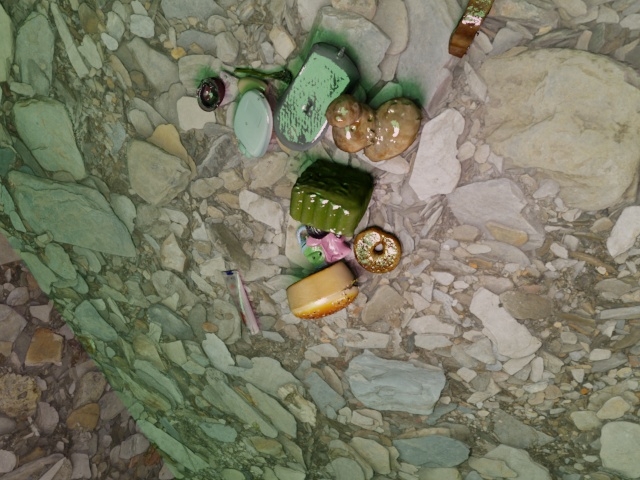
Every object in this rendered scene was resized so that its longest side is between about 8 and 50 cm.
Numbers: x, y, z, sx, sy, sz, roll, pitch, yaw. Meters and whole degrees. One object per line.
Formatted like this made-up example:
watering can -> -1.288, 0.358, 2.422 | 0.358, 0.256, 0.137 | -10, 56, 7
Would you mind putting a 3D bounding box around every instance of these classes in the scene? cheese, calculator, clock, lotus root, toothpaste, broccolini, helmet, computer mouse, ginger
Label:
cheese -> -0.268, -0.539, 1.582 | 0.192, 0.037, 0.097 | 30, 137, 8
calculator -> -0.242, -0.397, 1.604 | 0.184, 0.042, 0.295 | 53, 145, 15
clock -> 0.000, 0.000, 1.757 | 0.193, 0.100, 0.196 | -26, 99, 32
lotus root -> 0.412, -0.608, 1.193 | 0.074, 0.170, 0.261 | 25, 120, 3
toothpaste -> -0.364, 0.285, 2.100 | 0.100, 0.066, 0.324 | -7, 111, 31
broccolini -> -0.195, -0.561, 1.550 | 0.217, 0.042, 0.044 | 12, 96, 21
helmet -> -0.384, -0.525, 1.623 | 0.098, 0.070, 0.123 | 40, 133, 4
computer mouse -> -0.015, -0.463, 1.476 | 0.188, 0.122, 0.371 | 36, 122, -1
ginger -> 0.146, -0.348, 1.406 | 0.303, 0.156, 0.245 | 1, 157, -19

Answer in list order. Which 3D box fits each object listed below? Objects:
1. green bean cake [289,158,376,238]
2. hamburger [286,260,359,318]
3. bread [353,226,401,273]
green bean cake -> 0.040, -0.150, 1.556 | 0.246, 0.250, 0.157 | 21, 125, 11
hamburger -> 0.014, 0.201, 1.752 | 0.300, 0.300, 0.176 | -27, 86, 33
bread -> 0.213, 0.039, 1.715 | 0.193, 0.064, 0.194 | 7, 115, 16
